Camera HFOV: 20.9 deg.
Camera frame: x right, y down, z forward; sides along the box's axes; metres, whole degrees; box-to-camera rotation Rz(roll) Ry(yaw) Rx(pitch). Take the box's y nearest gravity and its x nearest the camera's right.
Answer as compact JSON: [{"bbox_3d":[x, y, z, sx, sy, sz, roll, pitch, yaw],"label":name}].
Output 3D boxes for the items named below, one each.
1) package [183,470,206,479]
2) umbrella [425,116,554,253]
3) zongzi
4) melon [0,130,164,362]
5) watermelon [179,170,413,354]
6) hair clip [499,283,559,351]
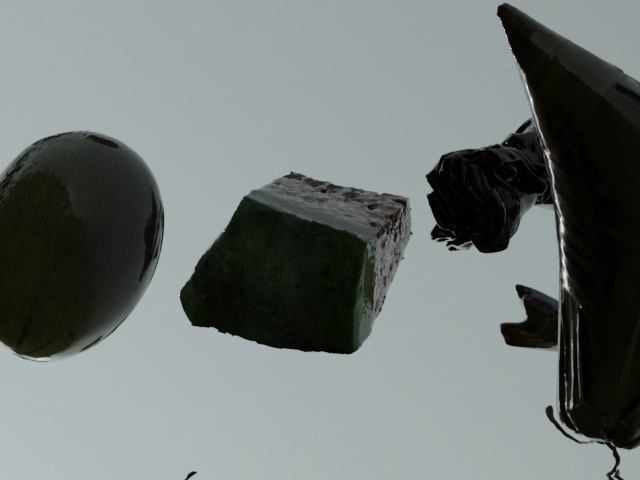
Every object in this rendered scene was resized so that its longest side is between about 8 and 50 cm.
[{"bbox_3d":[-0.019,0.248,1.625,0.204,0.251,0.062,3,-88,14],"label":"package"},{"bbox_3d":[0.208,-0.066,1.743,0.110,0.272,0.122,52,-53,10],"label":"umbrella"},{"bbox_3d":[0.167,0.003,1.157,0.241,0.111,0.248,31,-74,4],"label":"zongzi"},{"bbox_3d":[-0.135,0.002,0.923,0.098,0.131,0.098,17,-29,10],"label":"melon"},{"bbox_3d":[0.000,0.000,1.611,0.193,0.256,0.140,14,-68,23],"label":"watermelon"},{"bbox_3d":[0.317,0.113,1.810,0.084,0.292,0.106,-50,-145,37],"label":"hair clip"}]
